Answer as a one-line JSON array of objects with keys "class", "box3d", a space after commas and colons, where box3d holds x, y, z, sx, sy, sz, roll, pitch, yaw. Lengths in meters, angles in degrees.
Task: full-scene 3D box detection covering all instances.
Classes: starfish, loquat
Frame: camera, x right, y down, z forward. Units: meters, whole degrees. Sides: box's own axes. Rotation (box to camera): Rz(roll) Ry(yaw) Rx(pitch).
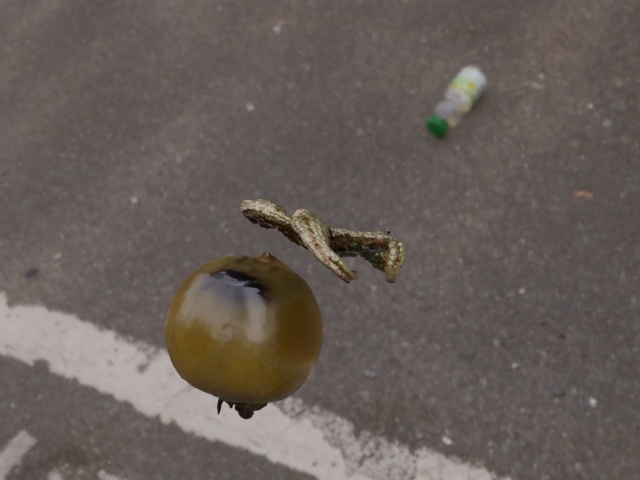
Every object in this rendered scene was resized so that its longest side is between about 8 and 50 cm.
[{"class": "starfish", "box3d": [0.005, -0.009, 0.970, 0.053, 0.150, 0.209, -63, 13, 3]}, {"class": "loquat", "box3d": [-0.072, 0.087, 1.030, 0.163, 0.137, 0.163, 0, 84, 0]}]
